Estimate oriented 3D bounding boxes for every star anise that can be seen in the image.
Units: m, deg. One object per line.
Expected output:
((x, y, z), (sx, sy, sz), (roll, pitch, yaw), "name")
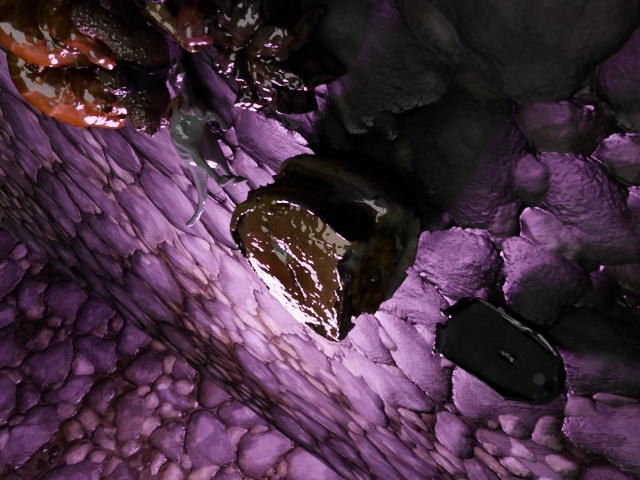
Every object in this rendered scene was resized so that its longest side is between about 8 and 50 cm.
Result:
((-0.085, -0.267, 1.031), (0.223, 0.109, 0.236), (14, 141, 37), "star anise")

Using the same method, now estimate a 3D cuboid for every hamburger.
((0.000, 0.000, 1.211), (0.277, 0.195, 0.318), (36, 151, 19), "hamburger")

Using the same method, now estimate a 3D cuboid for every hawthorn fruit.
((-0.185, -0.347, 1.109), (0.066, 0.067, 0.103), (32, 125, 20), "hawthorn fruit")

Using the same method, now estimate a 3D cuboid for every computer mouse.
((0.288, 0.184, 1.186), (0.231, 0.126, 0.071), (30, 172, 14), "computer mouse")

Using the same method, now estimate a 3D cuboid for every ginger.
((-0.249, -0.358, 1.186), (0.137, 0.044, 0.057), (46, 136, -11), "ginger")
((-0.484, -0.348, 1.414), (0.274, 0.152, 0.357), (12, 146, 13), "ginger")

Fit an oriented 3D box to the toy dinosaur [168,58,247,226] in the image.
((-0.222, -0.155, 1.375), (0.205, 0.092, 0.393), (45, 153, 16), "toy dinosaur")

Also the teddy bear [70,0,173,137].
((-0.309, -0.300, 1.213), (0.129, 0.182, 0.251), (-9, 111, 31), "teddy bear")

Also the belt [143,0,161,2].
((-0.360, -0.403, 1.031), (0.324, 0.260, 0.122), (19, 110, 36), "belt")
